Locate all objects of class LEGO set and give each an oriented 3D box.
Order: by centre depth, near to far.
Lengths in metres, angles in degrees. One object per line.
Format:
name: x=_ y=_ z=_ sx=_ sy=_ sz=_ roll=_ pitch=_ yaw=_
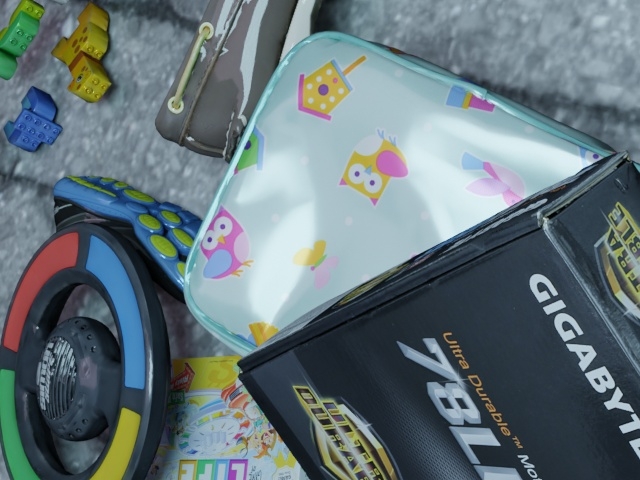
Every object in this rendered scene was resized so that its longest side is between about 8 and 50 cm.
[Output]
LEGO set: x=-0.226 y=-0.136 z=1.338 sx=0.227 sy=0.087 sz=0.093 roll=-53 pitch=35 yaw=15

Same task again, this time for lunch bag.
lunch bag: x=0.064 y=0.014 z=0.989 sx=0.279 sy=0.108 sz=0.224 roll=27 pitch=97 yaw=21

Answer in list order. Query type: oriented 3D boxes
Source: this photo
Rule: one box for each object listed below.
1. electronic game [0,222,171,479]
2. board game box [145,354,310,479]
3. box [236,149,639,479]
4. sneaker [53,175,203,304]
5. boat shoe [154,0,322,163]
electronic game: x=-0.178 y=0.101 z=1.192 sx=0.229 sy=0.048 sz=0.229 roll=-9 pitch=78 yaw=52
board game box: x=-0.063 y=0.134 z=1.159 sx=0.154 sy=0.026 sz=0.103 roll=-7 pitch=73 yaw=39
box: x=0.120 y=0.134 z=0.806 sx=0.295 sy=0.073 sz=0.293 roll=56 pitch=148 yaw=-3
sneaker: x=-0.140 y=0.009 z=1.250 sx=0.188 sy=0.067 sz=0.078 roll=26 pitch=115 yaw=40
boat shoe: x=-0.031 y=-0.213 z=1.169 sx=0.097 sy=0.116 sz=0.324 roll=16 pitch=90 yaw=0
